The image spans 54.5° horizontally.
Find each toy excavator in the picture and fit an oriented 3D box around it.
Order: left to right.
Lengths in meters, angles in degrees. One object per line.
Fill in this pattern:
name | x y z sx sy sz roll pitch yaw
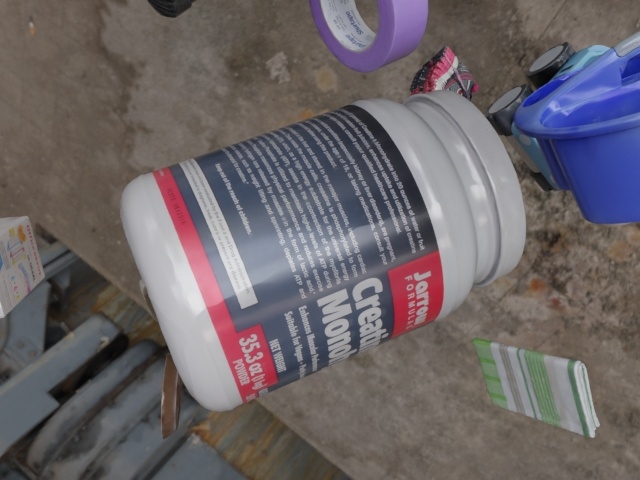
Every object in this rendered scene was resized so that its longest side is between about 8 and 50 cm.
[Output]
toy excavator | 0.507 -0.207 1.147 0.222 0.433 0.445 47 166 -14

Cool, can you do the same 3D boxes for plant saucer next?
plant saucer | -0.296 0.310 1.242 0.029 0.168 0.168 3 130 -9

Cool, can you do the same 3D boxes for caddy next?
caddy | 0.408 -0.166 0.731 0.342 0.241 0.179 -20 111 12

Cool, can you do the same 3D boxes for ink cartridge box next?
ink cartridge box | -0.416 0.029 0.773 0.090 0.143 0.092 -5 110 1

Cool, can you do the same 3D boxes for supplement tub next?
supplement tub | 0.000 0.000 0.499 0.191 0.272 0.191 159 90 -78

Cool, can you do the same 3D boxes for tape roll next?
tape roll | 0.088 -0.486 1.250 0.275 0.090 0.274 42 149 33

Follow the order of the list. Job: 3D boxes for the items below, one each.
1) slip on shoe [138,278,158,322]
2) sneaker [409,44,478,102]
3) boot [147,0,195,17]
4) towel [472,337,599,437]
slip on shoe | -0.190 0.083 0.787 0.041 0.051 0.135 49 160 24
sneaker | 0.218 -0.241 1.132 0.112 0.299 0.121 38 143 -13
boot | -0.144 -0.620 0.966 0.146 0.445 0.367 37 160 26
towel | 0.272 0.181 0.790 0.152 0.023 0.113 8 124 52
